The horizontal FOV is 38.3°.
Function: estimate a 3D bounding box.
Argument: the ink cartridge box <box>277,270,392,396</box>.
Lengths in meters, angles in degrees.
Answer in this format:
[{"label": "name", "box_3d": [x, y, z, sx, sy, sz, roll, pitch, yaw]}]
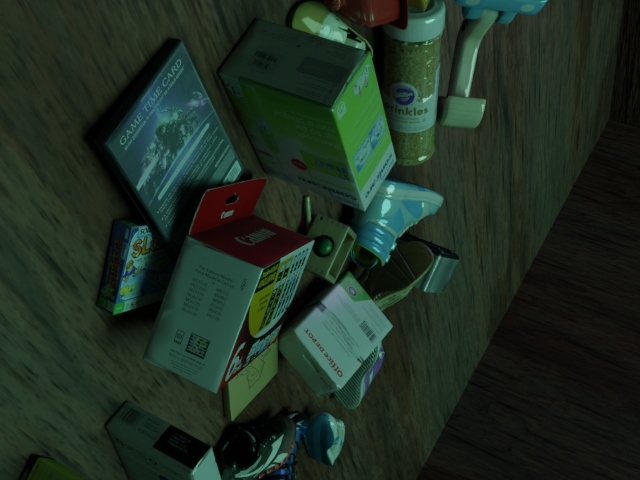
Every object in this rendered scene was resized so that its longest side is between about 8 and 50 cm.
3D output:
[{"label": "ink cartridge box", "box_3d": [0.026, 0.195, 1.930, 0.092, 0.160, 0.219, -30, -170, 49]}]

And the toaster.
[{"label": "toaster", "box_3d": [0.226, 0.046, 2.215, 0.186, 0.168, 0.110, 9, 103, -66]}]

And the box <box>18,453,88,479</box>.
[{"label": "box", "box_3d": [-0.326, 0.388, 1.286, 0.087, 0.232, 0.058, -65, 153, -9]}]

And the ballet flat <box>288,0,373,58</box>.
[{"label": "ballet flat", "box_3d": [0.027, -0.351, 1.576, 0.232, 0.073, 0.080, 5, 105, -65]}]

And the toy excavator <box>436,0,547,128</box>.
[{"label": "toy excavator", "box_3d": [0.331, -0.486, 1.826, 0.445, 0.222, 0.433, 114, -21, -74]}]

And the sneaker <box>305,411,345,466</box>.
[{"label": "sneaker", "box_3d": [0.012, 0.464, 2.250, 0.228, 0.087, 0.092, 88, 26, -56]}]

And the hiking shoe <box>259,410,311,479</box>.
[{"label": "hiking shoe", "box_3d": [-0.092, 0.511, 2.002, 0.304, 0.132, 0.113, -52, 152, -30]}]

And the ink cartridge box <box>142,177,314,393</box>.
[{"label": "ink cartridge box", "box_3d": [-0.122, 0.055, 1.444, 0.309, 0.130, 0.272, -32, 144, -74]}]

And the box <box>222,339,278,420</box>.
[{"label": "box", "box_3d": [-0.137, 0.236, 1.808, 0.164, 0.021, 0.201, -44, 148, -41]}]

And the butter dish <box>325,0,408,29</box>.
[{"label": "butter dish", "box_3d": [0.057, -0.415, 1.509, 0.118, 0.160, 0.160, -37, 144, -24]}]

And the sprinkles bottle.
[{"label": "sprinkles bottle", "box_3d": [0.182, -0.321, 1.864, 0.121, 0.121, 0.355, -48, 150, -36]}]

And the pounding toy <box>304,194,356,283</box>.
[{"label": "pounding toy", "box_3d": [0.000, 0.000, 1.822, 0.130, 0.100, 0.141, -65, 167, -4]}]

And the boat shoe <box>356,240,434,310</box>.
[{"label": "boat shoe", "box_3d": [0.132, 0.105, 2.096, 0.285, 0.104, 0.089, -34, 161, -3]}]

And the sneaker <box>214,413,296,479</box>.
[{"label": "sneaker", "box_3d": [-0.133, 0.422, 1.881, 0.276, 0.098, 0.135, -34, 142, -49]}]

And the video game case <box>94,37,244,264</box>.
[{"label": "video game case", "box_3d": [-0.203, -0.118, 1.308, 0.196, 0.026, 0.274, -61, 149, -27]}]

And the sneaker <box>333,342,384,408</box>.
[{"label": "sneaker", "box_3d": [0.108, 0.267, 2.263, 0.161, 0.102, 0.282, -47, 160, -45]}]

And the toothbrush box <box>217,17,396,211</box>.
[{"label": "toothbrush box", "box_3d": [-0.012, -0.194, 1.468, 0.122, 0.206, 0.283, -59, 155, -19]}]

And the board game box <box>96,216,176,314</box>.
[{"label": "board game box", "box_3d": [-0.244, 0.026, 1.386, 0.201, 0.035, 0.136, -17, 125, -60]}]

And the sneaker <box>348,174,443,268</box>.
[{"label": "sneaker", "box_3d": [0.153, -0.036, 2.054, 0.319, 0.127, 0.208, 7, 102, -55]}]

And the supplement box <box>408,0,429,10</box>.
[{"label": "supplement box", "box_3d": [0.146, -0.502, 1.589, 0.080, 0.078, 0.233, -64, 158, -20]}]

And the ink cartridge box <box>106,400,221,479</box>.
[{"label": "ink cartridge box", "box_3d": [-0.241, 0.429, 1.567, 0.069, 0.176, 0.371, -50, 151, -36]}]
